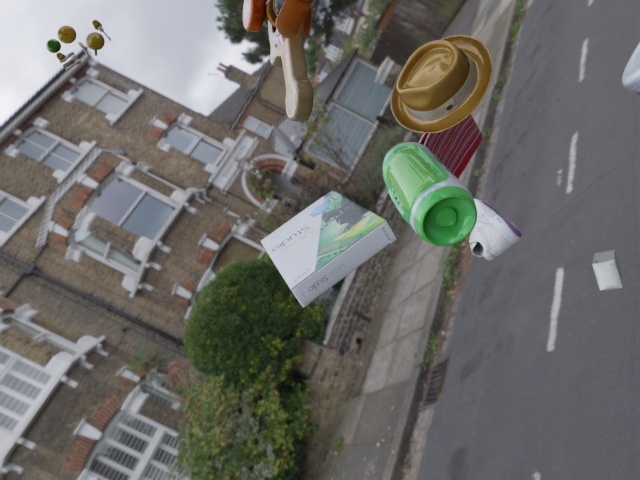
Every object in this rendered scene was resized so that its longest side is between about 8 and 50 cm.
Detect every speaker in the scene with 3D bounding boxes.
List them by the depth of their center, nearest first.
[{"bbox_3d":[0.215,-0.107,0.954,0.297,0.131,0.131,-103,36,-59],"label":"speaker"}]

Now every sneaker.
[{"bbox_3d":[0.520,-0.040,1.484,0.152,0.114,0.305,-51,15,16],"label":"sneaker"}]

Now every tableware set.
[{"bbox_3d":[-0.644,-0.529,1.221,0.154,0.104,0.024,-39,6,-5],"label":"tableware set"}]

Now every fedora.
[{"bbox_3d":[0.199,-0.288,0.811,0.079,0.194,0.194,18,-80,-51],"label":"fedora"}]

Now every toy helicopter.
[{"bbox_3d":[-0.051,-0.413,0.930,0.235,0.140,0.355,143,122,-61],"label":"toy helicopter"}]

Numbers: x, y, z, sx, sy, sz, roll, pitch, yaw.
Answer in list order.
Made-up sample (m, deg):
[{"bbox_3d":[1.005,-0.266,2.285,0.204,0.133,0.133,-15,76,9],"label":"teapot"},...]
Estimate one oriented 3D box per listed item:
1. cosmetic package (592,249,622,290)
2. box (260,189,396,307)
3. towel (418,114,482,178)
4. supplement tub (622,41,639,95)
[{"bbox_3d":[0.599,0.061,0.957,0.041,0.060,0.115,-16,-1,34],"label":"cosmetic package"},{"bbox_3d":[0.000,0.000,1.028,0.232,0.059,0.322,-36,25,-5],"label":"box"},{"bbox_3d":[0.355,-0.262,1.239,0.274,0.031,0.199,26,-85,-55],"label":"towel"},{"bbox_3d":[0.694,-0.267,0.739,0.194,0.315,0.193,-57,-8,-13],"label":"supplement tub"}]
